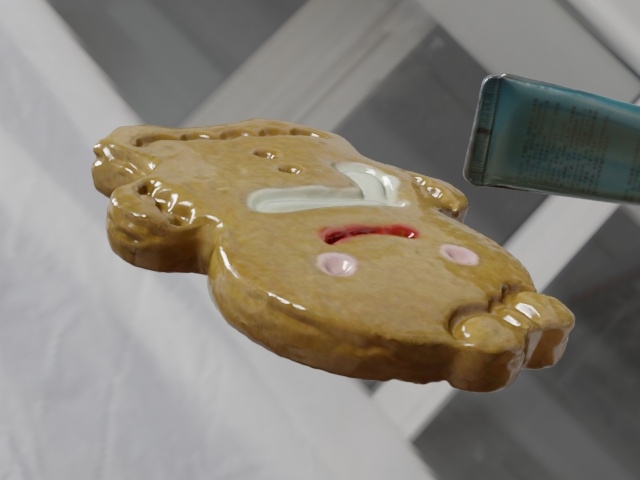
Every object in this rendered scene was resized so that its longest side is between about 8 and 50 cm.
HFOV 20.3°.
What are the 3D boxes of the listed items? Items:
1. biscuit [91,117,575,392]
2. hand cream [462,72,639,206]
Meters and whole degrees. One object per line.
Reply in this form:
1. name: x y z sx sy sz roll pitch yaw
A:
1. biscuit: 0.001 -0.003 0.798 0.249 0.184 0.035 42 -52 51
2. hand cream: 0.211 -0.053 1.186 0.224 0.048 0.083 12 -63 4
